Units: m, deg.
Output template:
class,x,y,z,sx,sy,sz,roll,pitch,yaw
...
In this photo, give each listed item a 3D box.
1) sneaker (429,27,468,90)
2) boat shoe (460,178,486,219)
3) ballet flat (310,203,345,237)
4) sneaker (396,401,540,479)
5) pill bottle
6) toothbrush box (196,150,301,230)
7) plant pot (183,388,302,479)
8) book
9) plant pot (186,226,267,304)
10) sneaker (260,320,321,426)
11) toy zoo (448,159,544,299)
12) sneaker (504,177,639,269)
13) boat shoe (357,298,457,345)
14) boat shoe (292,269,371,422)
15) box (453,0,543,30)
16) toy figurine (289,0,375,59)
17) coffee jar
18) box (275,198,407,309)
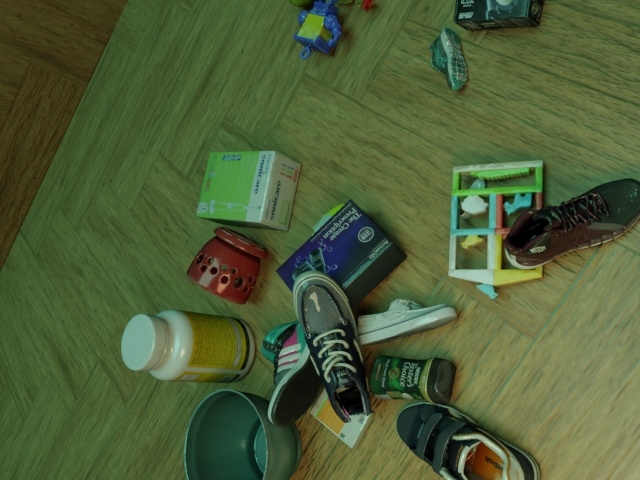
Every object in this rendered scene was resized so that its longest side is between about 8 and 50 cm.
class,x,y,z,sx,sy,sz,roll,pitch,yaw
sneaker,0.306,-0.428,1.455,0.076,0.065,0.166,-32,55,49
boat shoe,0.337,-0.096,1.345,0.035,0.035,0.100,35,101,40
ballet flat,0.000,0.000,1.574,0.077,0.077,0.231,42,105,39
sneaker,0.269,0.414,1.210,0.321,0.127,0.126,12,87,43
pill bottle,-0.354,0.286,1.623,0.188,0.334,0.188,-12,71,37
toothbrush box,-0.215,-0.147,1.764,0.283,0.122,0.206,5,81,41
plant pot,-0.171,0.524,1.499,0.293,0.196,0.293,-13,70,37
book,0.053,0.418,1.450,0.144,0.035,0.096,31,96,40
plant pot,-0.260,0.063,1.702,0.191,0.191,0.174,28,92,41
sneaker,-0.088,0.314,1.494,0.178,0.124,0.295,-4,44,44
toy zoo,0.372,-0.021,1.272,0.192,0.030,0.293,-2,77,26
sneaker,0.470,-0.037,1.115,0.281,0.162,0.106,-32,65,17
boat shoe,0.185,0.173,1.362,0.258,0.095,0.084,-22,69,33
boat shoe,0.035,0.238,1.323,0.127,0.340,0.158,-22,21,2
box,0.408,-0.565,1.362,0.180,0.077,0.147,13,98,39
toy figurine,-0.040,-0.634,1.713,0.362,0.191,0.217,31,103,42
coffee jar,0.203,0.304,1.315,0.184,0.079,0.096,-7,52,38
box,0.048,0.058,1.464,0.261,0.103,0.184,-44,55,3
